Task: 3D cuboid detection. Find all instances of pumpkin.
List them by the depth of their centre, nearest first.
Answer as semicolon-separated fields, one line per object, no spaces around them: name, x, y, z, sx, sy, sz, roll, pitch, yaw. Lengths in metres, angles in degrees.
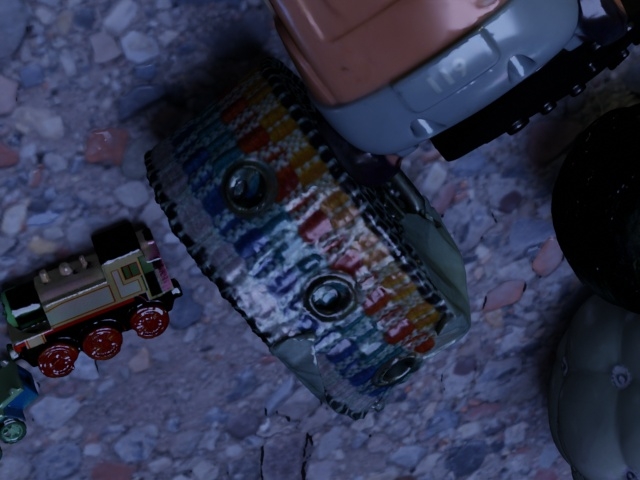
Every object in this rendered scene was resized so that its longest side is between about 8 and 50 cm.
pumpkin;0.291;-0.018;1.341;0.233;0.233;0.163;1;106;-25

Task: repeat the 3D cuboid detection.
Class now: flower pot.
flower pot;0.316;0.144;1.487;0.246;0.195;0.246;-14;134;-15

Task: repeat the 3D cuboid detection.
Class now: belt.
belt;0.000;0.000;1.236;0.150;0.207;0.257;-37;124;9

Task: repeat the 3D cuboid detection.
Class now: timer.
timer;0.167;-0.135;1.247;0.187;0.055;0.144;-30;169;-34

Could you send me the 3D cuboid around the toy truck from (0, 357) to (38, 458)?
toy truck;-0.296;0.150;1.311;0.175;0.067;0.081;-39;130;8

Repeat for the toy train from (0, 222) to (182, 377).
toy train;-0.174;0.045;1.297;0.138;0.050;0.087;-22;127;-5

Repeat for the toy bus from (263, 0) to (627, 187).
toy bus;0.044;-0.189;1.080;0.194;0.288;0.232;-34;112;18
